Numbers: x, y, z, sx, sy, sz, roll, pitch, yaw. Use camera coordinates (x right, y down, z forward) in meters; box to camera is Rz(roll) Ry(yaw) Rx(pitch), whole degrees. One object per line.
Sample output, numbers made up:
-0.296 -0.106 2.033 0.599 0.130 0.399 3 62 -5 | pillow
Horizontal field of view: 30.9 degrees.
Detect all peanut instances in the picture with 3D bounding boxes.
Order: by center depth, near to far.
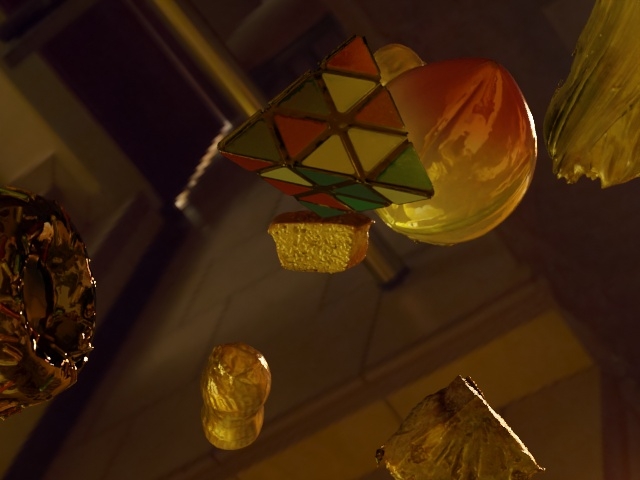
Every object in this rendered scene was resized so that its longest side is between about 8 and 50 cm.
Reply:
-0.106 0.195 1.440 0.087 0.087 0.206 -49 -18 -31 | peanut
0.139 -0.228 2.107 0.152 0.152 0.313 -49 -19 -31 | peanut

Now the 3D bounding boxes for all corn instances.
0.329 -0.194 1.172 0.122 0.123 0.305 -99 25 -65 | corn

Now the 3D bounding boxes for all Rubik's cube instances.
-0.042 -0.108 1.561 0.234 0.284 0.250 -4 -29 -29 | Rubik's cube

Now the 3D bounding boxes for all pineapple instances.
0.201 0.287 1.650 0.114 0.236 0.186 -136 52 -60 | pineapple

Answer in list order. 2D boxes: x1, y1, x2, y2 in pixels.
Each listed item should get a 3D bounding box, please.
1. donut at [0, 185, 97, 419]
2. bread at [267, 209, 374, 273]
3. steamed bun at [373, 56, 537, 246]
-0.294 0.056 1.140 0.089 0.235 0.235 -7 26 15 | donut
0.000 0.000 1.999 0.187 0.103 0.065 4 24 20 | bread
0.213 -0.166 1.848 0.309 0.309 0.309 -35 17 12 | steamed bun
